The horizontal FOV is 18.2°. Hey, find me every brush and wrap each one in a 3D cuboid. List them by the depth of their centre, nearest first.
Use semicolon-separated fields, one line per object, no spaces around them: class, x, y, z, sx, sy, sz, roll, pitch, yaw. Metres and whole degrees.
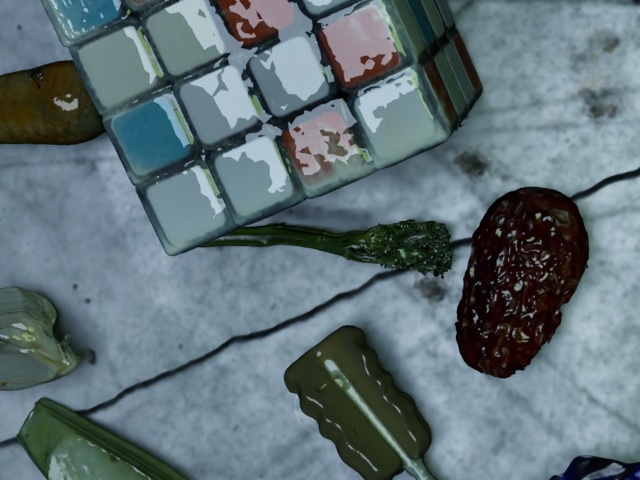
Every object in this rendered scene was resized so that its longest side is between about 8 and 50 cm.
brush;0.089;0.207;1.711;0.084;0.071;0.301;-40;86;9

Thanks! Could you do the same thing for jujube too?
jujube;0.168;0.037;1.670;0.104;0.104;0.166;15;99;15

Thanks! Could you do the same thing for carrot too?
carrot;-0.327;-0.111;1.824;0.298;0.078;0.078;-8;88;20

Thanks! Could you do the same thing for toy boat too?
toy boat;-0.158;0.243;1.782;0.293;0.055;0.093;34;96;13

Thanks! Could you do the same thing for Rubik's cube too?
Rubik's cube;-0.039;-0.166;1.622;0.256;0.259;0.253;-22;96;16

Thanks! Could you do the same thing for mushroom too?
mushroom;-0.346;0.078;1.816;0.278;0.099;0.096;9;87;19

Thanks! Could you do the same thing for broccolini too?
broccolini;0.000;0.000;1.743;0.239;0.054;0.051;5;106;18

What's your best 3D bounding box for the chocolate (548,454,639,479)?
chocolate;0.281;0.189;1.632;0.148;0.126;0.343;31;105;-27
